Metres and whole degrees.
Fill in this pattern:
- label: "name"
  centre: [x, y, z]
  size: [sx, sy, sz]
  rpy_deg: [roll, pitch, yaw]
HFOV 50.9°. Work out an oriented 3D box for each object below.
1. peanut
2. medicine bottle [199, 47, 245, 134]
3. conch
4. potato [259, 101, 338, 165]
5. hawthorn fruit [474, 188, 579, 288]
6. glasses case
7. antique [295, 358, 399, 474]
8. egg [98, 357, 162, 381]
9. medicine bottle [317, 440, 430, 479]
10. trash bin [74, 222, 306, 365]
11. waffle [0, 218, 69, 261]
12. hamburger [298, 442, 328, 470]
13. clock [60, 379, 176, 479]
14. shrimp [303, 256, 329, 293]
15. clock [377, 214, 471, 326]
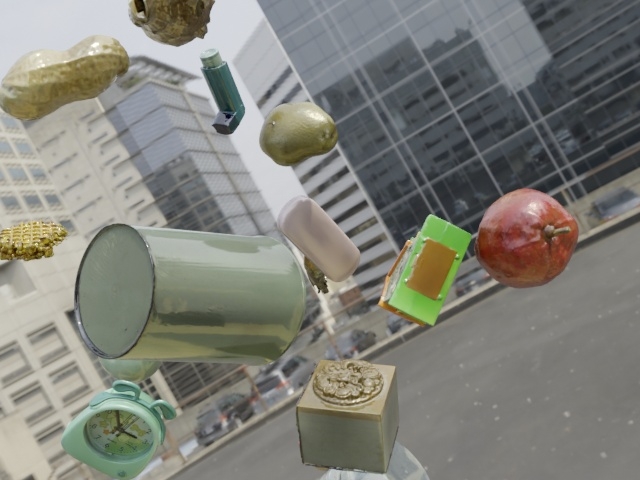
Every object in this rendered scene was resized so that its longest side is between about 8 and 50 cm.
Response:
- label: "peanut"
  centre: [-0.533, -0.343, 1.406]
  size: [0.290, 0.130, 0.130]
  rpy_deg: [-30, -1, -31]
- label: "medicine bottle"
  centre: [-0.314, -0.469, 2.123]
  size: [0.079, 0.258, 0.124]
  rpy_deg: [11, 45, 34]
- label: "conch"
  centre: [-0.335, -0.570, 1.550]
  size: [0.324, 0.186, 0.263]
  rpy_deg: [-102, 26, -60]
- label: "potato"
  centre: [-0.048, -0.244, 1.558]
  size: [0.194, 0.157, 0.157]
  rpy_deg: [11, 26, 36]
- label: "hawthorn fruit"
  centre: [0.425, -0.007, 1.364]
  size: [0.205, 0.205, 0.253]
  rpy_deg: [-29, -7, -13]
- label: "glasses case"
  centre: [0.000, 0.000, 1.737]
  size: [0.113, 0.297, 0.075]
  rpy_deg: [-48, 39, -6]
- label: "antique"
  centre: [0.048, 0.290, 1.148]
  size: [0.151, 0.148, 0.147]
  rpy_deg: [2, 25, 16]
- label: "egg"
  centre: [-0.578, 0.317, 2.055]
  size: [0.203, 0.203, 0.282]
  rpy_deg: [-29, 30, -12]
- label: "medicine bottle"
  centre: [0.102, 0.650, 1.635]
  size: [0.306, 0.245, 0.245]
  rpy_deg: [-48, -7, 17]
- label: "trash bin"
  centre: [-0.232, 0.112, 1.342]
  size: [0.280, 0.280, 0.432]
  rpy_deg: [-30, -25, 33]
- label: "waffle"
  centre: [-0.834, 0.002, 1.942]
  size: [0.197, 0.070, 0.193]
  rpy_deg: [6, 25, 12]
- label: "hamburger"
  centre: [0.029, 0.580, 1.919]
  size: [0.175, 0.137, 0.175]
  rpy_deg: [-22, -15, -6]
- label: "clock"
  centre: [-0.333, 0.315, 1.141]
  size: [0.188, 0.148, 0.060]
  rpy_deg: [-47, 17, 20]
- label: "shrimp"
  centre: [0.030, 0.075, 1.932]
  size: [0.150, 0.051, 0.217]
  rpy_deg: [-17, -42, -5]
- label: "clock"
  centre: [0.224, 0.083, 1.548]
  size: [0.220, 0.106, 0.255]
  rpy_deg: [-64, 0, -12]
